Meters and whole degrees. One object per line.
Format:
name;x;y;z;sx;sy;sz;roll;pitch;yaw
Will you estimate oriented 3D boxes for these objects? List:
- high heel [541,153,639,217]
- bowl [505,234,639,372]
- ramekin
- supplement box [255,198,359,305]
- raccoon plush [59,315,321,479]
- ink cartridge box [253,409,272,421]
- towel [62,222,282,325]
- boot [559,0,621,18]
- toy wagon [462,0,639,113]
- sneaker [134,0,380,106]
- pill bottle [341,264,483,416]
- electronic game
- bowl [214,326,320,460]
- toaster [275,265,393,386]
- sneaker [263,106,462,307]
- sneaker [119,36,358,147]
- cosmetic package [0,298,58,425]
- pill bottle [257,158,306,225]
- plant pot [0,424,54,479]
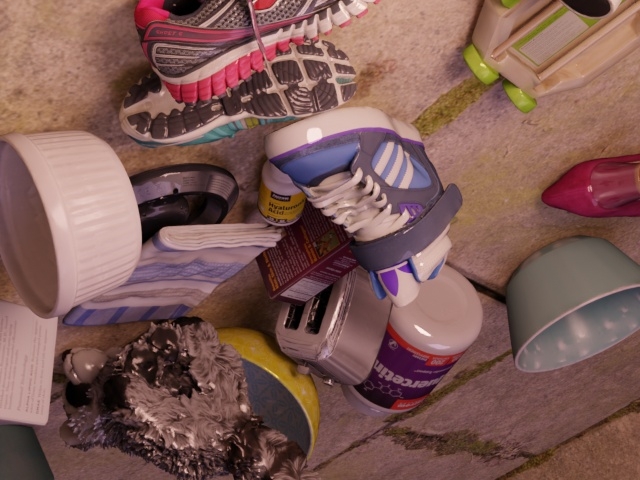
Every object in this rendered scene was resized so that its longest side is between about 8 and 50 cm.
high heel;0.542;-0.096;1.886;0.181;0.127;0.377;-8;172;40
bowl;0.475;0.105;2.079;0.311;0.163;0.311;-19;152;-11
ramekin;-0.284;-0.025;1.221;0.109;0.207;0.207;-17;153;-32
supplement box;0.000;0.000;1.585;0.188;0.104;0.081;-36;150;23
raccoon plush;-0.224;0.323;1.661;0.216;0.446;0.299;-29;172;-40
ink cartridge box;-0.112;0.283;1.976;0.052;0.122;0.088;-26;152;3
towel;-0.209;0.053;1.535;0.209;0.034;0.285;-2;154;-44
boot;0.254;-0.376;1.159;0.244;0.176;0.088;35;163;-26
toy wagon;0.300;-0.290;1.349;0.267;0.068;0.344;-37;149;22
sneaker;-0.044;-0.253;1.103;0.299;0.121;0.112;-32;122;0
pill bottle;0.147;0.188;1.948;0.181;0.181;0.323;-8;149;-27
electronic game;-0.215;-0.034;1.417;0.229;0.048;0.229;-19;160;-7
bowl;-0.118;0.241;1.829;0.289;0.289;0.156;-52;-175;42
toaster;0.024;0.109;1.719;0.129;0.227;0.146;11;167;36
sneaker;0.068;-0.032;1.382;0.130;0.236;0.323;-20;170;30
sneaker;-0.095;-0.167;1.255;0.275;0.107;0.110;-13;170;-11
cosmetic package;-0.458;0.154;1.399;0.151;0.151;0.184;-7;163;31
pill bottle;-0.048;-0.075;1.457;0.065;0.065;0.116;-15;151;-17
plant pot;-0.573;0.402;1.795;0.234;0.165;0.166;-10;150;-41
